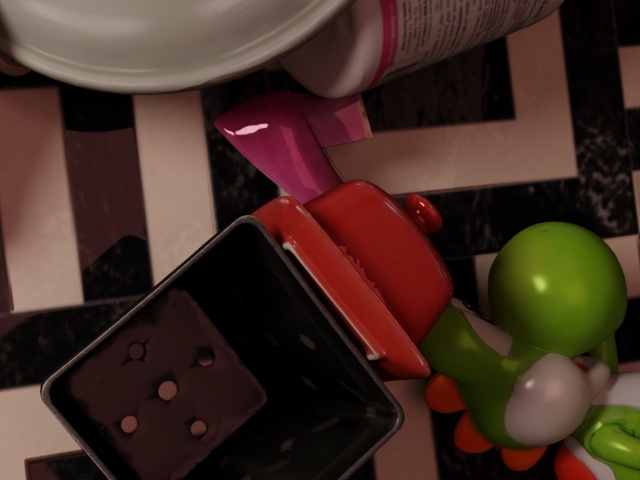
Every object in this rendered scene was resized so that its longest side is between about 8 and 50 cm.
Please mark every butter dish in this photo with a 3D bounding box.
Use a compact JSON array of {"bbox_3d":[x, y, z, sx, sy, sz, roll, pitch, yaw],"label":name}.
[{"bbox_3d":[0.039,0.012,1.028,0.118,0.160,0.160,-41,95,-17],"label":"butter dish"}]

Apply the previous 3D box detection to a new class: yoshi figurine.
[{"bbox_3d":[0.254,0.110,1.160,0.362,0.203,0.203,29,62,-16],"label":"yoshi figurine"}]

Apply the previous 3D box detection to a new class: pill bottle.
[{"bbox_3d":[0.098,-0.227,1.111,0.283,0.160,0.160,-24,97,-28],"label":"pill bottle"}]

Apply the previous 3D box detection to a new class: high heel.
[{"bbox_3d":[0.000,0.000,1.116,0.117,0.082,0.244,-15,99,-10],"label":"high heel"}]

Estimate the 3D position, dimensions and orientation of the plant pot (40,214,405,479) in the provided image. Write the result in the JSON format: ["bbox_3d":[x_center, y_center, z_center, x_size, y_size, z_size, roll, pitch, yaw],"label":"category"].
[{"bbox_3d":[-0.089,0.114,1.025,0.188,0.167,0.187,-41,102,-19],"label":"plant pot"}]

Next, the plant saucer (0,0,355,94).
[{"bbox_3d":[-0.124,-0.303,0.964,0.400,0.100,0.401,-1,86,11],"label":"plant saucer"}]

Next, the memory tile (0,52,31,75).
[{"bbox_3d":[-0.234,-0.181,1.063,0.148,0.012,0.113,-37,101,-19],"label":"memory tile"}]
